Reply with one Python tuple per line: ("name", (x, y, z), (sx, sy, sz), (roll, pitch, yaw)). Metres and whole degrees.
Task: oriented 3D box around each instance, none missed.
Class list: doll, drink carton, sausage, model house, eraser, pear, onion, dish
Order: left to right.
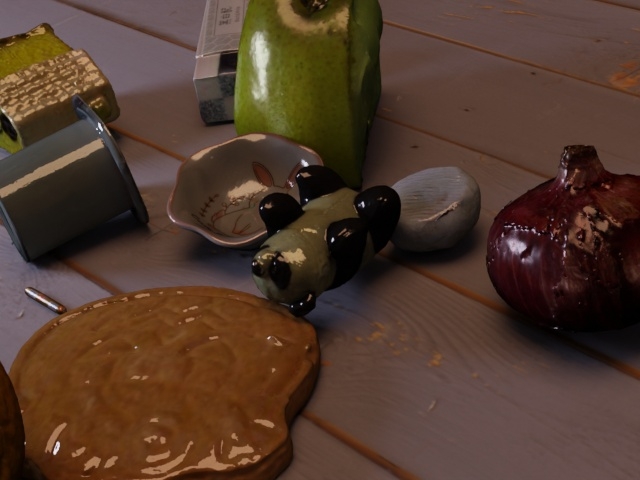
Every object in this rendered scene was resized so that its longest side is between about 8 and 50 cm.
("model house", (-0.464, -0.237, 2.072), (0.193, 0.174, 0.234), (-28, 33, -26))
("sausage", (-0.376, 0.082, 1.701), (0.015, 0.015, 0.100), (-34, 39, -32))
("drink carton", (-0.376, -0.080, 1.804), (0.190, 0.185, 0.191), (-25, 37, -17))
("eraser", (-0.160, -0.344, 2.219), (0.096, 0.098, 0.404), (-8, 33, 4))
("dish", (-0.099, -0.051, 1.750), (0.229, 0.081, 0.229), (-6, 46, 6))
("pear", (-0.022, -0.279, 1.893), (0.238, 0.318, 0.342), (0, 32, 9))
("doll", (0.002, 0.000, 1.580), (0.143, 0.135, 0.234), (20, 32, 22))
("onion", (0.314, -0.007, 1.455), (0.252, 0.219, 0.252), (-7, 23, 3))

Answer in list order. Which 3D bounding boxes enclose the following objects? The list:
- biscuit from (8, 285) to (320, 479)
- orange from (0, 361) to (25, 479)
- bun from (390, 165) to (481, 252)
("biscuit", (-0.198, 0.168, 1.476), (0.385, 0.062, 0.365), (-2, 34, 13))
("orange", (-0.465, 0.213, 1.263), (0.357, 0.322, 0.322), (29, 49, 31))
("bun", (0.153, -0.035, 1.671), (0.141, 0.083, 0.141), (-18, 34, 12))
